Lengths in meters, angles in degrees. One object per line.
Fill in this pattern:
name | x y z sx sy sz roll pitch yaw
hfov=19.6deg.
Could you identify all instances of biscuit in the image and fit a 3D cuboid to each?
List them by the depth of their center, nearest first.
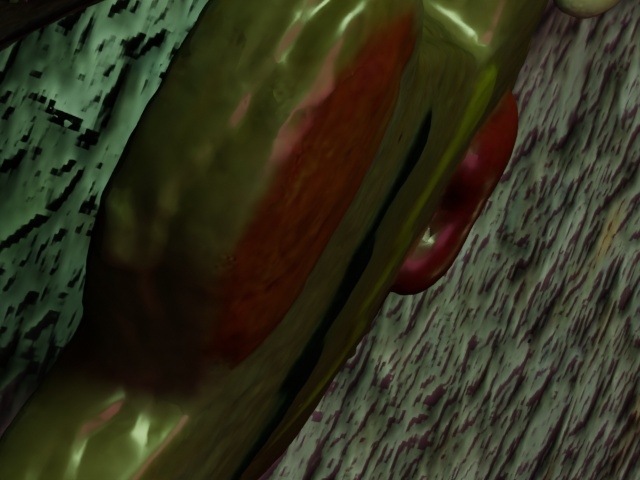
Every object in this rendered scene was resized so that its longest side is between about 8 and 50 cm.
biscuit | 0.000 0.000 0.741 0.368 0.076 0.394 -61 171 19

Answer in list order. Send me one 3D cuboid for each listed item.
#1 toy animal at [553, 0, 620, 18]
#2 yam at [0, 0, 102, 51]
toy animal | 0.187 -0.296 0.868 0.277 0.247 0.345 41 73 -51
yam | -0.149 -0.147 0.512 0.348 0.241 0.241 -36 133 -35
